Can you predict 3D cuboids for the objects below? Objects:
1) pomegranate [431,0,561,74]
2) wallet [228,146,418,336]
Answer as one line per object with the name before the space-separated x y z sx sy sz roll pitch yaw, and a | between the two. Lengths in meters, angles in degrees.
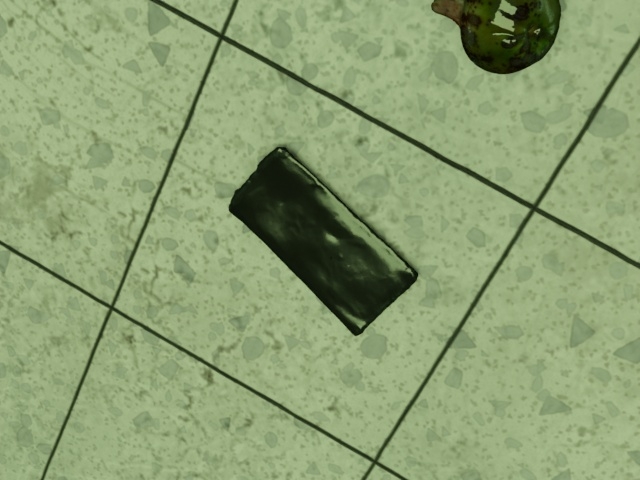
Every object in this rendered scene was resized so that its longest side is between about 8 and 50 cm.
pomegranate | 0.211 -0.275 1.107 0.163 0.125 0.138 9 125 15
wallet | 0.000 0.000 1.330 0.285 0.030 0.146 44 119 -1
